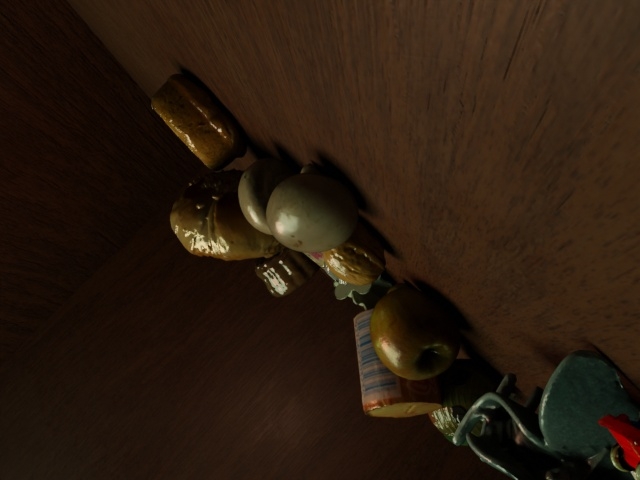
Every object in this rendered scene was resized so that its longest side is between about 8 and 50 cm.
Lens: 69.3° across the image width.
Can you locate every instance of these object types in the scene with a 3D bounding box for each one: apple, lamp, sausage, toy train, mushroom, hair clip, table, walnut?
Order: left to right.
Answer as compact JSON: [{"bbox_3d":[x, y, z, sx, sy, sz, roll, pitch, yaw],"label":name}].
[{"bbox_3d":[-0.099,-0.120,1.207,0.215,0.207,0.207,-8,136,41],"label":"mushroom"},{"bbox_3d":[-0.018,-0.079,1.022,0.204,0.204,0.204,43,173,6],"label":"mushroom"},{"bbox_3d":[0.084,0.034,1.154,0.180,0.144,0.144,36,176,-18],"label":"walnut"},{"bbox_3d":[0.156,0.158,1.492,0.198,0.167,0.166,39,178,-42],"label":"table"},{"bbox_3d":[0.223,0.360,1.379,0.233,0.232,0.287,53,-153,-55],"label":"sausage"},{"bbox_3d":[0.231,0.166,1.319,0.089,0.089,0.074,42,160,17],"label":"apple"},{"bbox_3d":[0.240,0.234,1.199,0.237,0.237,0.207,48,-175,-30],"label":"apple"},{"bbox_3d":[0.458,0.485,1.401,0.250,0.250,0.284,46,139,-18],"label":"lamp"},{"bbox_3d":[0.412,0.384,0.779,0.318,0.392,0.238,27,-177,1],"label":"hair clip"},{"bbox_3d":[0.482,0.310,0.610,0.204,0.131,0.083,55,179,2],"label":"toy train"}]

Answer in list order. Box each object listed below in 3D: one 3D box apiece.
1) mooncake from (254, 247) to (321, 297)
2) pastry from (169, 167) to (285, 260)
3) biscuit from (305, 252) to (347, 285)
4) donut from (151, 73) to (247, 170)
[{"bbox_3d":[-0.133,0.085,2.022,0.187,0.324,0.324,50,172,-13],"label":"mooncake"},{"bbox_3d":[-0.256,-0.092,1.449,0.409,0.409,0.245,34,126,57],"label":"pastry"},{"bbox_3d":[0.000,-0.004,1.491,0.309,0.079,0.186,39,131,52],"label":"biscuit"},{"bbox_3d":[-0.373,-0.358,1.434,0.317,0.150,0.299,48,175,-31],"label":"donut"}]
